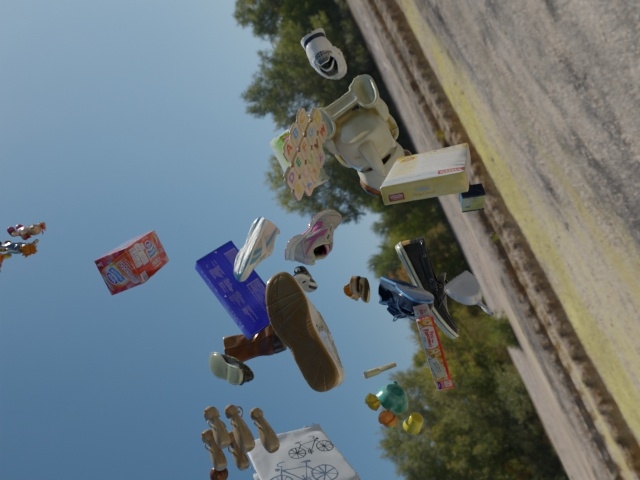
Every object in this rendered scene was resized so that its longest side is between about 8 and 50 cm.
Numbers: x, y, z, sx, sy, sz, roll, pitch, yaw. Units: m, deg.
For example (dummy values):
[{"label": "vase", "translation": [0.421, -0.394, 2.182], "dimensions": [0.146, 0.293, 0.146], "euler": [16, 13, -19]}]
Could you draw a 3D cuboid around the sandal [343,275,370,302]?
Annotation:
[{"label": "sandal", "translation": [0.116, 0.168, 1.774], "dimensions": [0.240, 0.079, 0.088], "euler": [42, -129, -67]}]

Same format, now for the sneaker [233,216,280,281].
[{"label": "sneaker", "translation": [-0.212, 0.040, 1.677], "dimensions": [0.092, 0.229, 0.087], "euler": [31, 173, -37]}]

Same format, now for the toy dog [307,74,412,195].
[{"label": "toy dog", "translation": [0.205, -0.347, 1.869], "dimensions": [0.395, 0.284, 0.408], "euler": [52, -173, 36]}]

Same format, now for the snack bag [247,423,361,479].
[{"label": "snack bag", "translation": [-0.081, 0.764, 1.714], "dimensions": [0.342, 0.322, 0.037], "euler": [-151, 60, -60]}]

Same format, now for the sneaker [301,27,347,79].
[{"label": "sneaker", "translation": [0.022, -0.471, 1.340], "dimensions": [0.095, 0.090, 0.235], "euler": [61, -162, 12]}]

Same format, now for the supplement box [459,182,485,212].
[{"label": "supplement box", "translation": [0.551, -0.154, 1.817], "dimensions": [0.083, 0.083, 0.056], "euler": [73, -169, -49]}]

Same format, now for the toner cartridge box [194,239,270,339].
[{"label": "toner cartridge box", "translation": [-0.304, 0.183, 1.878], "dimensions": [0.348, 0.165, 0.075], "euler": [51, 150, 10]}]

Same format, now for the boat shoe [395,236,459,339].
[{"label": "boat shoe", "translation": [0.514, 0.207, 2.269], "dimensions": [0.501, 0.155, 0.187], "euler": [65, -171, 13]}]

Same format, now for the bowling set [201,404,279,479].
[{"label": "bowling set", "translation": [-0.281, 0.589, 1.458], "dimensions": [0.287, 0.200, 0.154], "euler": [39, -172, -49]}]

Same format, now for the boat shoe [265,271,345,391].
[{"label": "boat shoe", "translation": [-0.032, 0.198, 1.091], "dimensions": [0.277, 0.098, 0.096], "euler": [63, -164, 21]}]

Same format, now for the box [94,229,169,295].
[{"label": "box", "translation": [-0.623, 0.068, 1.672], "dimensions": [0.257, 0.122, 0.128], "euler": [-84, -27, -75]}]

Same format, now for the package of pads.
[{"label": "package of pads", "translation": [-0.090, -0.306, 1.885], "dimensions": [0.229, 0.101, 0.296], "euler": [62, 170, -11]}]

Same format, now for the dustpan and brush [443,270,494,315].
[{"label": "dustpan and brush", "translation": [0.629, 0.230, 2.048], "dimensions": [0.211, 0.147, 0.060], "euler": [40, 152, 40]}]

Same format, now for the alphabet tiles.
[{"label": "alphabet tiles", "translation": [-0.043, -0.276, 1.602], "dimensions": [0.278, 0.021, 0.284], "euler": [58, -131, -60]}]

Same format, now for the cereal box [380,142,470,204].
[{"label": "cereal box", "translation": [0.237, -0.148, 1.092], "dimensions": [0.240, 0.172, 0.048], "euler": [-55, -48, -60]}]

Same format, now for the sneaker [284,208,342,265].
[{"label": "sneaker", "translation": [0.000, 0.000, 1.614], "dimensions": [0.111, 0.252, 0.103], "euler": [29, 147, 24]}]

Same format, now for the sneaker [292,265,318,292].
[{"label": "sneaker", "translation": [-0.096, 0.162, 2.265], "dimensions": [0.121, 0.079, 0.217], "euler": [56, -174, 27]}]

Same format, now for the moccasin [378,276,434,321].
[{"label": "moccasin", "translation": [0.280, 0.205, 1.640], "dimensions": [0.342, 0.137, 0.117], "euler": [-145, 67, -81]}]

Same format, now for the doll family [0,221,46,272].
[{"label": "doll family", "translation": [-0.955, 0.027, 1.519], "dimensions": [0.263, 0.163, 0.119], "euler": [-28, -66, -52]}]

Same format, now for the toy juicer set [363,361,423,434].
[{"label": "toy juicer set", "translation": [0.257, 0.626, 1.988], "dimensions": [0.329, 0.209, 0.090], "euler": [-113, 36, -52]}]

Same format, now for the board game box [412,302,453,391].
[{"label": "board game box", "translation": [0.297, 0.280, 1.331], "dimensions": [0.147, 0.045, 0.194], "euler": [-52, -55, -80]}]

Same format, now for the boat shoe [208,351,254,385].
[{"label": "boat shoe", "translation": [-0.320, 0.453, 1.768], "dimensions": [0.068, 0.227, 0.081], "euler": [7, -86, -41]}]

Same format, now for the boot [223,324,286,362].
[{"label": "boot", "translation": [-0.302, 0.420, 2.258], "dimensions": [0.096, 0.280, 0.264], "euler": [61, -166, -58]}]
